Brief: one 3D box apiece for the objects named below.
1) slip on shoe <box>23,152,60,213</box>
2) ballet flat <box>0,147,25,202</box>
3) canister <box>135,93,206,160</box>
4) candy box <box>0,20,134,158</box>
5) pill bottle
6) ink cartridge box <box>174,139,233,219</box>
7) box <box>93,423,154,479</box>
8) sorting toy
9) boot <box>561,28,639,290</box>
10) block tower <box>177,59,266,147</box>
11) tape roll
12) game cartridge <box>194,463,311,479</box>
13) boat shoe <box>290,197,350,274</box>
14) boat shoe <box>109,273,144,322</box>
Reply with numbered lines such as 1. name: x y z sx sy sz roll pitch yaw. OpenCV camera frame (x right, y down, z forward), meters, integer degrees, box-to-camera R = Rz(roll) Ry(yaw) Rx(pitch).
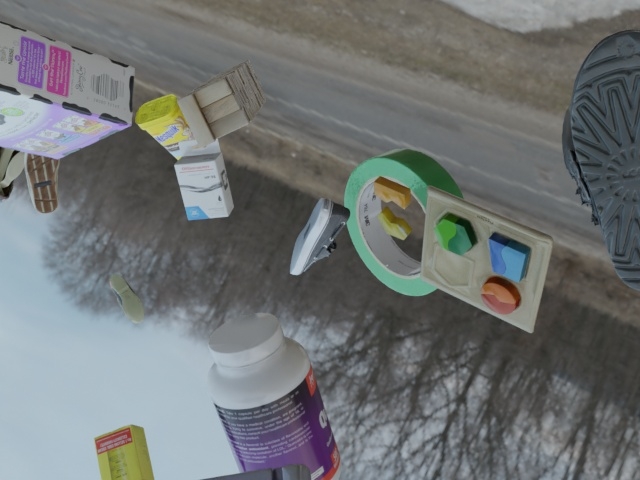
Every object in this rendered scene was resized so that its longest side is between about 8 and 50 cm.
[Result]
1. slip on shoe: -0.413 -0.105 1.191 0.051 0.135 0.041 -12 -138 -23
2. ballet flat: -0.496 -0.157 1.283 0.079 0.222 0.077 -1 160 22
3. canister: -0.365 -0.281 2.030 0.126 0.073 0.170 -13 144 26
4. candy box: -0.318 -0.151 0.816 0.164 0.070 0.196 -12 164 43
5. pill bottle: -0.084 0.293 1.380 0.181 0.181 0.323 24 135 57
6. ink cartridge box: -0.276 -0.144 1.883 0.104 0.180 0.060 -5 -155 12
7. box: -0.356 0.471 1.504 0.058 0.087 0.232 55 -164 -65
8. sorting toy: 0.212 0.018 1.286 0.307 0.041 0.229 26 143 28
9. boot: 0.466 -0.169 1.278 0.146 0.367 0.445 -6 -161 16
10. block tower: -0.172 -0.261 1.483 0.335 0.097 0.091 -79 -36 -71
11. tape roll: 0.186 -0.039 1.764 0.077 0.321 0.321 -26 -146 -34
12. game cartridge: -0.173 0.429 1.028 0.354 0.230 0.068 -13 157 15
13. boat shoe: 0.000 0.000 1.644 0.076 0.229 0.080 15 -135 -12
14. boat shoe: -0.478 0.145 1.982 0.137 0.049 0.043 56 160 6
